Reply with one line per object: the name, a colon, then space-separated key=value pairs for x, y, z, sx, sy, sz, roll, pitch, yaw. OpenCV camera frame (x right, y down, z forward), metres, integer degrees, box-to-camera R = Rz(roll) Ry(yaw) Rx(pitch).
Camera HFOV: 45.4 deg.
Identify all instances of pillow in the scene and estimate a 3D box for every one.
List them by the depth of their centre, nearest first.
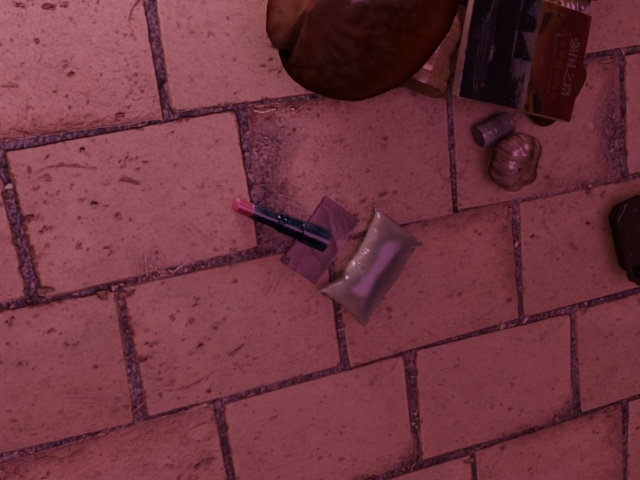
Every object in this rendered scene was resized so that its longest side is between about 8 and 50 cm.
pillow: x=0.118 y=0.065 z=1.813 sx=0.144 sy=0.078 sz=0.254 roll=35 pitch=89 yaw=-14

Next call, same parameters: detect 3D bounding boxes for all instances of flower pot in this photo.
flower pot: x=0.861 y=-0.015 z=2.060 sx=0.179 sy=0.084 sz=0.250 roll=-24 pitch=111 yaw=-14

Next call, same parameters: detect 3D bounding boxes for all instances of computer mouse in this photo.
computer mouse: x=0.589 y=-0.376 z=1.897 sx=0.102 sy=0.045 sz=0.199 roll=40 pitch=88 yaw=-26

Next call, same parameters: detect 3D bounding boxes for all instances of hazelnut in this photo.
hazelnut: x=0.071 y=-0.477 z=1.507 sx=0.359 sy=0.359 sz=0.409 roll=28 pitch=117 yaw=-23

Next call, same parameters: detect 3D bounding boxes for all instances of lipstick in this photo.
lipstick: x=-0.088 y=-0.043 z=1.726 sx=0.234 sy=0.053 sz=0.053 roll=24 pitch=94 yaw=-17

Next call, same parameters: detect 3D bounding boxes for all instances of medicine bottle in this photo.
medicine bottle: x=0.420 y=-0.269 z=1.852 sx=0.091 sy=0.058 sz=0.058 roll=-27 pitch=110 yaw=-13

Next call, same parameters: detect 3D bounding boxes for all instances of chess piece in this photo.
chess piece: x=0.265 y=-0.481 z=1.721 sx=0.137 sy=0.137 sz=0.300 roll=18 pitch=92 yaw=-23

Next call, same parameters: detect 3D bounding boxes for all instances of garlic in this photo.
garlic: x=0.471 y=-0.195 z=1.864 sx=0.147 sy=0.102 sz=0.159 roll=-46 pitch=141 yaw=-8

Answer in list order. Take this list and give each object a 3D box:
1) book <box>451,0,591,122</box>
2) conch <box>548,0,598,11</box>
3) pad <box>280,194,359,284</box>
book: x=0.473 y=-0.432 z=1.773 sx=0.374 sy=0.028 sz=0.262 roll=5 pitch=97 yaw=-31
conch: x=0.632 y=-0.685 z=1.770 sx=0.263 sy=0.324 sz=0.186 roll=20 pitch=50 yaw=-20
pad: x=0.000 y=0.000 z=1.792 sx=0.113 sy=0.006 sz=0.187 roll=34 pitch=88 yaw=-22
